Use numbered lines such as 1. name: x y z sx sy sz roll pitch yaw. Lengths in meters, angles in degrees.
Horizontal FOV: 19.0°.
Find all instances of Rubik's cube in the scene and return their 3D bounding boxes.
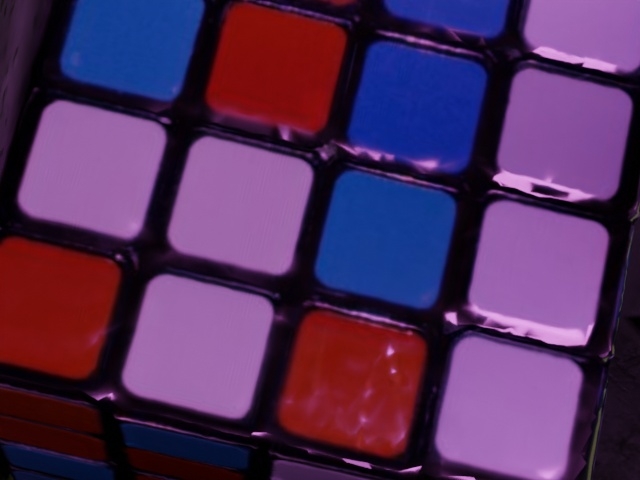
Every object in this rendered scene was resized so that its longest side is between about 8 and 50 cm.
1. Rubik's cube: 0.000 0.000 0.536 0.151 0.155 0.154 98 5 -72
